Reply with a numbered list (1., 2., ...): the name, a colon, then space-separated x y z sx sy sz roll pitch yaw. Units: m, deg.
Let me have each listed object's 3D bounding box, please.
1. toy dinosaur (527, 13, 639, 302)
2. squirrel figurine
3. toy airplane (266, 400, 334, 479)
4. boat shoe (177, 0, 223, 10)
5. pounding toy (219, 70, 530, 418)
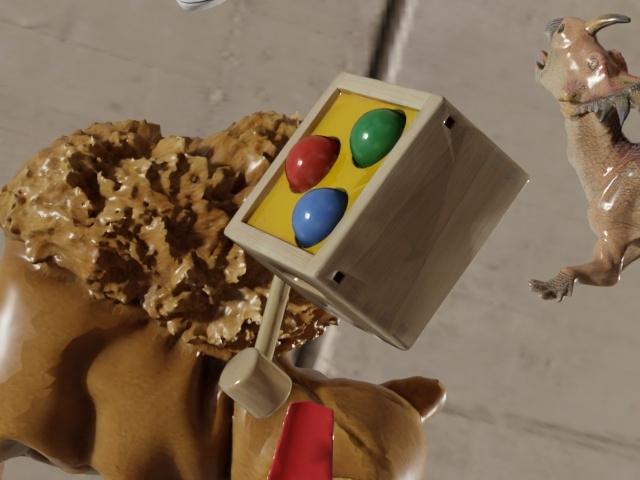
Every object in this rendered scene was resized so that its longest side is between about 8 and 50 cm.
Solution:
1. toy dinosaur: 0.280 -0.033 1.300 0.296 0.127 0.200 22 -69 -3
2. squirrel figurine: -0.084 0.094 1.406 0.281 0.370 0.397 -41 -33 -57
3. toy airplane: 0.007 0.167 0.950 0.151 0.028 0.151 -3 -84 -26
4. boat shoe: -0.067 -0.209 1.306 0.100 0.035 0.035 -29 -32 -2
5. pounding toy: -0.008 0.003 1.054 0.094 0.181 0.206 39 -98 -29
